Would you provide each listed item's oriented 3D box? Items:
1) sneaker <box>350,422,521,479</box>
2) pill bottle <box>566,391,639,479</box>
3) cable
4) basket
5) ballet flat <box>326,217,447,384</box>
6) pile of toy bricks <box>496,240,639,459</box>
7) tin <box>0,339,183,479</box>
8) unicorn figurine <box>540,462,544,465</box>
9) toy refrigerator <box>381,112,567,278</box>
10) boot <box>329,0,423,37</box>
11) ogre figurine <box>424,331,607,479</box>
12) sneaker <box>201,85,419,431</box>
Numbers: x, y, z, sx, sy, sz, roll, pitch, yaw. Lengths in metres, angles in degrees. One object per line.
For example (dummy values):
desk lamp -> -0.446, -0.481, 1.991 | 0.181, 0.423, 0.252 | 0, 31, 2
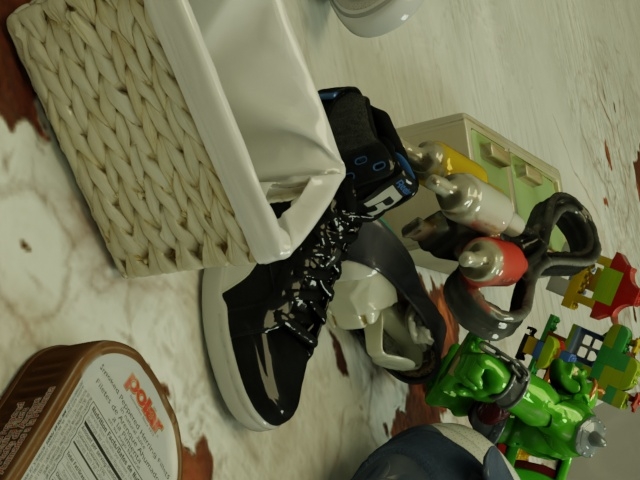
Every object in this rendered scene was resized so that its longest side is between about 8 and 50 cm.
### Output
sneaker -> 0.109, 0.280, 0.867 | 0.236, 0.130, 0.322 | -27, 98, -61
pill bottle -> 0.370, 0.308, 1.381 | 0.283, 0.160, 0.160 | 61, 29, -34
cable -> 0.156, 0.002, 0.949 | 0.287, 0.072, 0.139 | 4, 54, -49
basket -> -0.072, -0.075, 0.679 | 0.167, 0.103, 0.113 | 69, 26, -20
ballet flat -> 0.037, 0.041, 0.903 | 0.203, 0.074, 0.074 | 52, 35, -48
pile of toy bricks -> 0.243, 0.116, 1.172 | 0.118, 0.105, 0.212 | 16, 97, -60
tin -> -0.114, 0.123, 0.579 | 0.189, 0.040, 0.106 | -67, 142, -52
unicorn figurine -> 0.198, 0.252, 1.135 | 0.162, 0.060, 0.111 | 57, 4, 39
toy refrigerator -> 0.142, -0.028, 1.128 | 0.269, 0.094, 0.102 | 16, 65, -62
boot -> 0.020, -0.279, 1.008 | 0.123, 0.095, 0.258 | 46, 31, -40
ogre figurine -> 0.141, 0.123, 0.960 | 0.097, 0.118, 0.197 | -58, 178, -30
sneaker -> 0.000, 0.000, 0.775 | 0.079, 0.121, 0.216 | 36, 47, -54
